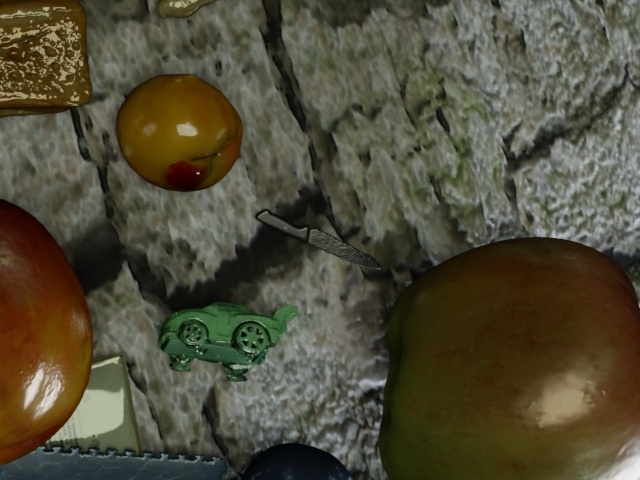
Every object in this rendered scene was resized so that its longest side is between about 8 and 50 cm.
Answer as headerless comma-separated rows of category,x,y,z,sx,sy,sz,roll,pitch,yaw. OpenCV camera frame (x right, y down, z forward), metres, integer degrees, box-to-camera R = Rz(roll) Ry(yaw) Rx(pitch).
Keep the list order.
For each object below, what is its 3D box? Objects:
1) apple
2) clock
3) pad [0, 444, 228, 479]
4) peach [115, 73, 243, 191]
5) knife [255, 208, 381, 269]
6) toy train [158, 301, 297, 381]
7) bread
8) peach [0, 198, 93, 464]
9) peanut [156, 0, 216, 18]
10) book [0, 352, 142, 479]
apple,0.213,0.163,1.340,0.305,0.338,0.338,-5,97,5
clock,-0.053,0.348,1.352,0.146,0.199,0.243,34,80,-3
pad,-0.253,0.365,1.369,0.270,0.012,0.269,5,101,-17
peach,-0.158,-0.118,1.299,0.138,0.138,0.138,-2,96,-15
knife,0.000,0.000,1.418,0.170,0.010,0.023,25,95,-18
toy train,-0.108,0.108,1.364,0.149,0.099,0.081,12,64,-10
bread,-0.383,-0.196,1.262,0.271,0.077,0.139,-8,94,-16
peach,-0.356,0.089,1.216,0.281,0.238,0.281,18,55,-27
peanut,-0.146,-0.273,1.338,0.083,0.037,0.037,-30,102,-13
book,-0.348,0.251,1.341,0.289,0.026,0.201,-10,99,-14
